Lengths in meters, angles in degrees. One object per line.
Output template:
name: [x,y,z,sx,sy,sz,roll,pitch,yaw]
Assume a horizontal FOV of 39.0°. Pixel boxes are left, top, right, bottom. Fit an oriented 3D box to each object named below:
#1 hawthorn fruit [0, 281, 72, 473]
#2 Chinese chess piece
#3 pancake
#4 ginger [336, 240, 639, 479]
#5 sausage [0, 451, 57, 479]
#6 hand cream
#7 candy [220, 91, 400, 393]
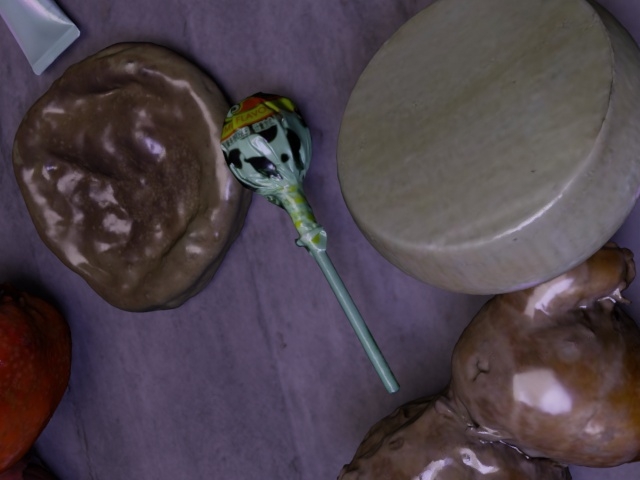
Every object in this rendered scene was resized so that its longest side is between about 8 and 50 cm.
hawthorn fruit: [-0.383,0.166,0.979,0.205,0.205,0.253,25,97,17]
Chinese chess piece: [0.132,-0.080,0.702,0.250,0.101,0.250,-19,57,32]
pancake: [-0.198,-0.062,0.941,0.294,0.049,0.295,6,105,22]
ginger: [0.169,0.168,0.769,0.256,0.176,0.375,22,108,0]
sausage: [-0.335,0.375,1.042,0.152,0.152,0.280,-23,94,26]
hand cream: [-0.334,-0.279,0.957,0.078,0.050,0.205,-34,90,26]
candy: [0.000,0.000,0.827,0.083,0.091,0.305,-36,78,35]
